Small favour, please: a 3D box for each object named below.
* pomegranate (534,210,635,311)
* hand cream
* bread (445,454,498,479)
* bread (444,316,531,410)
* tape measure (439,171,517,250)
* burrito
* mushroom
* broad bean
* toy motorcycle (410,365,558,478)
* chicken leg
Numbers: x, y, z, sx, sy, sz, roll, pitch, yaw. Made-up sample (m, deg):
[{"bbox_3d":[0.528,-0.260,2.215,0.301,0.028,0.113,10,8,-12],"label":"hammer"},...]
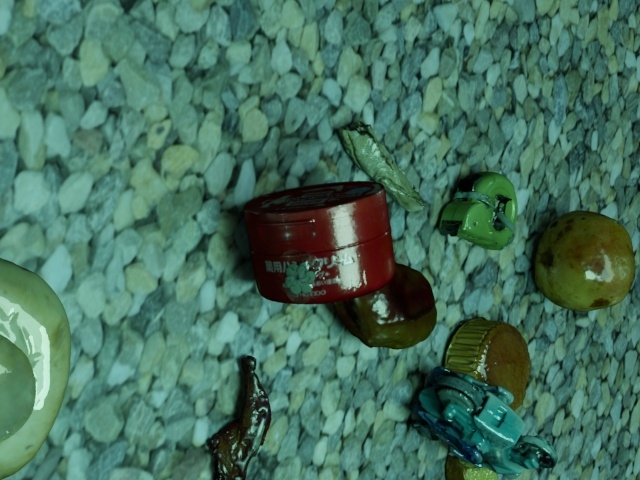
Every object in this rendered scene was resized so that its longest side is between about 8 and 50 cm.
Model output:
[{"bbox_3d":[0.561,0.047,1.922,0.215,0.215,0.215,-4,96,-42],"label":"pomegranate"},{"bbox_3d":[0.000,0.000,1.404,0.230,0.230,0.149,-22,110,-39],"label":"hand cream"},{"bbox_3d":[0.304,0.506,1.828,0.103,0.065,0.187,-16,103,-35],"label":"bread"},{"bbox_3d":[0.335,0.252,1.806,0.199,0.104,0.199,-2,93,-44],"label":"bread"},{"bbox_3d":[0.320,-0.057,1.780,0.178,0.088,0.154,22,78,-43],"label":"tape measure"},{"bbox_3d":[0.108,-0.132,1.604,0.229,0.058,0.063,42,70,-33],"label":"burrito"},{"bbox_3d":[-0.427,0.127,0.992,0.325,0.353,0.353,-60,135,-62],"label":"mushroom"},{"bbox_3d":[0.114,0.109,1.584,0.229,0.122,0.156,17,56,-48],"label":"broad bean"},{"bbox_3d":[0.293,0.346,1.689,0.260,0.206,0.154,37,58,0],"label":"toy motorcycle"},{"bbox_3d":[-0.118,0.288,1.437,0.093,0.053,0.205,27,71,-25],"label":"chicken leg"}]
